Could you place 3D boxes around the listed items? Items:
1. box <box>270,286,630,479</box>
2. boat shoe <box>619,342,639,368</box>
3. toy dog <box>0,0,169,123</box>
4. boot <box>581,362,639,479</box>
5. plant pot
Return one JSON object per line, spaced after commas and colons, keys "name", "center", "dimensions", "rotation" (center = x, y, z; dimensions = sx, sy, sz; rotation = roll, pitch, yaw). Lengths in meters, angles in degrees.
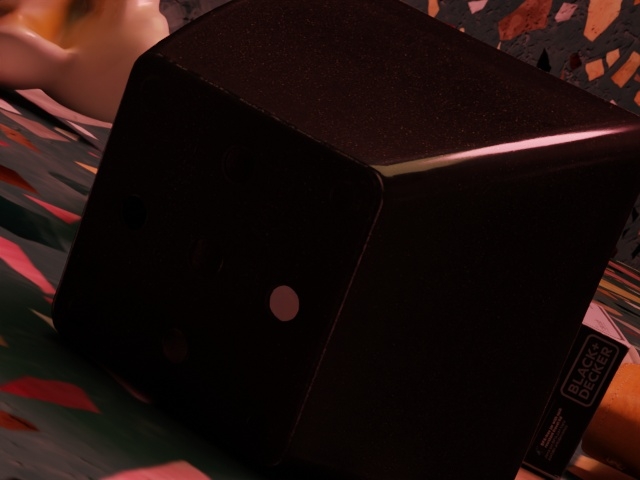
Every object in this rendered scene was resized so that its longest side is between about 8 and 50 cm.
{"name": "box", "center": [0.025, 0.022, 1.085], "dimensions": [0.290, 0.087, 0.169], "rotation": [27, 6, -1]}
{"name": "boat shoe", "center": [0.209, 0.121, 1.270], "dimensions": [0.206, 0.075, 0.065], "rotation": [26, -40, 55]}
{"name": "toy dog", "center": [-0.333, -0.298, 1.419], "dimensions": [0.408, 0.285, 0.395], "rotation": [21, -5, -44]}
{"name": "boot", "center": [0.245, 0.139, 1.020], "dimensions": [0.211, 0.104, 0.295], "rotation": [26, -1, 8]}
{"name": "plant pot", "center": [0.000, 0.000, 0.788], "dimensions": [0.187, 0.188, 0.167], "rotation": [30, 18, 27]}
